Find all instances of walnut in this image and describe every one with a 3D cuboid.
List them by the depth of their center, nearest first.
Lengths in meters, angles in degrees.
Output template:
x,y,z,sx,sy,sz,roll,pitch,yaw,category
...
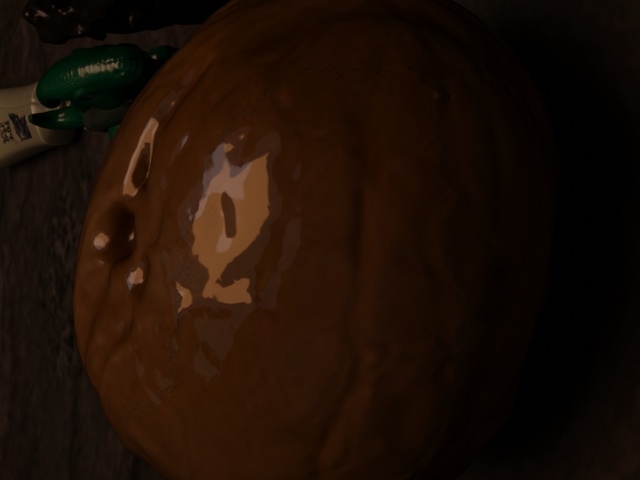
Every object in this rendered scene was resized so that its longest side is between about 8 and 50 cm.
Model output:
x,y,z,sx,sy,sz,roll,pitch,yaw,category
0.000,0.000,0.770,0.195,0.195,0.222,47,131,46,walnut

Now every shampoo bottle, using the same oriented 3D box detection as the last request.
x,y,z,sx,sy,sz,roll,pitch,yaw,category
-0.169,-0.073,1.161,0.141,0.034,0.049,-11,75,54,shampoo bottle

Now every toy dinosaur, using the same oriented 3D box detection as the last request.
x,y,z,sx,sy,sz,roll,pitch,yaw,category
-0.106,-0.076,1.011,0.132,0.096,0.059,-17,74,52,toy dinosaur

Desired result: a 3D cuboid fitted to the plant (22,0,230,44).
x,y,z,sx,sy,sz,roll,pitch,yaw,category
-0.097,-0.165,0.909,0.131,0.203,0.142,-27,72,60,plant
